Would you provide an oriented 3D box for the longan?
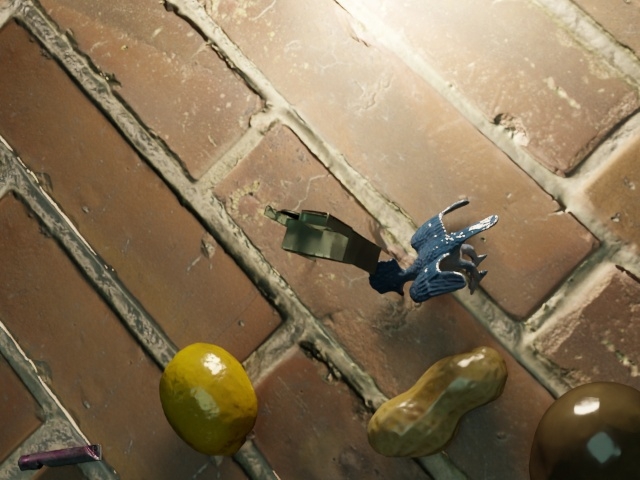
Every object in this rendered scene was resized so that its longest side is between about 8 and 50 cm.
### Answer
[{"bbox_3d":[0.435,0.330,1.180,0.215,0.246,0.245,16,84,46],"label":"longan"}]

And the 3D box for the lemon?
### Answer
[{"bbox_3d":[-0.200,0.288,1.370,0.170,0.170,0.207,-38,76,4],"label":"lemon"}]

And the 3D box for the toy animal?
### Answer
[{"bbox_3d":[0.204,0.034,1.327,0.176,0.239,0.255,19,129,-11],"label":"toy animal"}]

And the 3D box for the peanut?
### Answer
[{"bbox_3d":[0.206,0.286,1.305,0.275,0.111,0.125,-38,79,5],"label":"peanut"}]

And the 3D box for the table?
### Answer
[{"bbox_3d":[0.000,0.000,1.342,0.146,0.175,0.062,10,79,40],"label":"table"}]

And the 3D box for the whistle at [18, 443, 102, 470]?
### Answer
[{"bbox_3d":[-0.509,0.426,1.484,0.177,0.033,0.033,-11,78,11],"label":"whistle"}]
